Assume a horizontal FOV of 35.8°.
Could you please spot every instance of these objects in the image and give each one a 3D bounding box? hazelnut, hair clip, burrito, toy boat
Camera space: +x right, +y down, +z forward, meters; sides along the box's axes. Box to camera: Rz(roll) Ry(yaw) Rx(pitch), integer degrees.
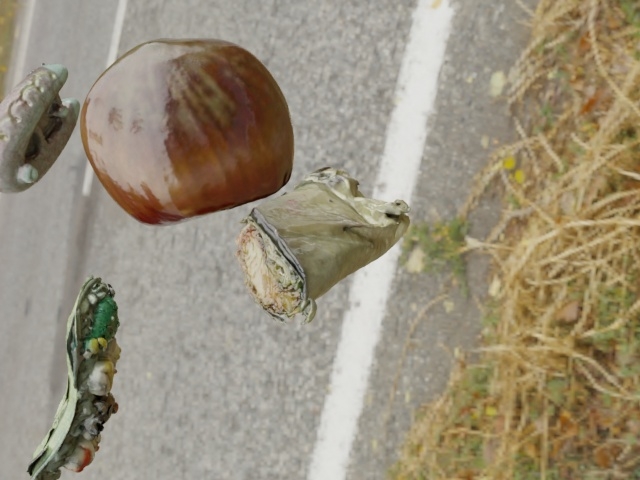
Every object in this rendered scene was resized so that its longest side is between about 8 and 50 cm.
[{"bbox_3d":[-0.136,-0.113,1.015,0.181,0.212,0.181,-71,-36,-84],"label":"hazelnut"},{"bbox_3d":[-0.309,0.198,1.314,0.138,0.091,0.321,-79,10,-54],"label":"hair clip"},{"bbox_3d":[-0.012,-0.003,1.257,0.175,0.347,0.107,15,117,21],"label":"burrito"},{"bbox_3d":[-0.451,-0.169,1.581,0.155,0.085,0.227,90,-154,-56],"label":"toy boat"}]
